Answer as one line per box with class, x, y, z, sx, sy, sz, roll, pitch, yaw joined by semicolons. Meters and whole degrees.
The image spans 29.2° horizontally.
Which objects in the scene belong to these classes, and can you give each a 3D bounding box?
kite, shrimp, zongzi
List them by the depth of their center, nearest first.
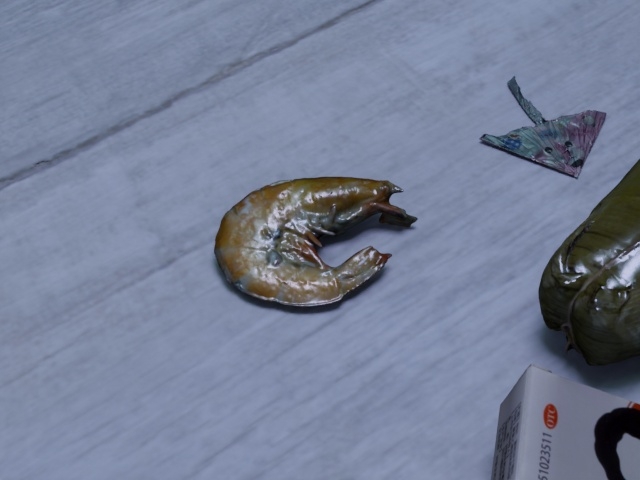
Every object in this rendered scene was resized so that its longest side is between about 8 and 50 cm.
zongzi;0.361;0.040;0.998;0.300;0.145;0.274;35;60;21
shrimp;0.000;0.001;1.105;0.188;0.051;0.132;-17;68;-8
kite;0.222;-0.114;1.228;0.139;0.011;0.156;-13;49;-15

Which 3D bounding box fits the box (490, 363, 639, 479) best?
box;0.208;0.264;0.802;0.214;0.069;0.353;19;46;-4
